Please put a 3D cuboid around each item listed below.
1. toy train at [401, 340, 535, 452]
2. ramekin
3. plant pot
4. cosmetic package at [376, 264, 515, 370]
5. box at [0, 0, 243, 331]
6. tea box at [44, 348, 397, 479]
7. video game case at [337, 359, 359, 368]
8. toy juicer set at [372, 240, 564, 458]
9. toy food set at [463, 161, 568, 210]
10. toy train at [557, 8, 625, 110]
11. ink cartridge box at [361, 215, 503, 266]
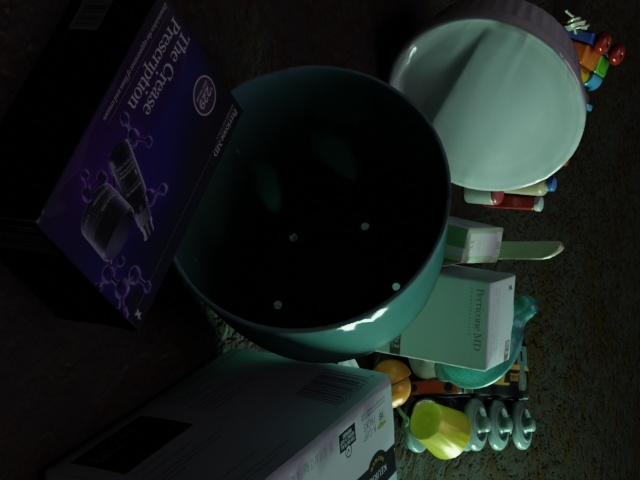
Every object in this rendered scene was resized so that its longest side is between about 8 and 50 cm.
[{"bbox_3d":[0.225,0.227,1.941,0.334,0.142,0.190,15,71,-58],"label":"toy train"},{"bbox_3d":[0.234,-0.213,1.740,0.127,0.273,0.272,-66,148,-50],"label":"ramekin"},{"bbox_3d":[0.000,0.000,1.353,0.235,0.293,0.293,70,36,-64],"label":"plant pot"},{"bbox_3d":[0.125,0.087,1.622,0.085,0.231,0.117,-13,107,-58],"label":"cosmetic package"},{"bbox_3d":[-0.193,-0.077,1.169,0.261,0.103,0.184,-68,149,-26],"label":"box"},{"bbox_3d":[-0.083,0.329,1.319,0.329,0.220,0.323,-31,123,-55],"label":"tea box"},{"bbox_3d":[0.027,0.221,1.700,0.122,0.011,0.087,-64,145,-31],"label":"video game case"},{"bbox_3d":[0.192,0.122,1.752,0.089,0.209,0.329,34,87,-41],"label":"toy juicer set"},{"bbox_3d":[0.313,-0.105,2.042,0.232,0.105,0.111,-6,100,-60],"label":"toy food set"},{"bbox_3d":[0.446,-0.315,2.256,0.248,0.105,0.143,10,100,-60],"label":"toy train"},{"bbox_3d":[0.114,-0.010,1.644,0.235,0.171,0.056,1,102,-60],"label":"ink cartridge box"}]
